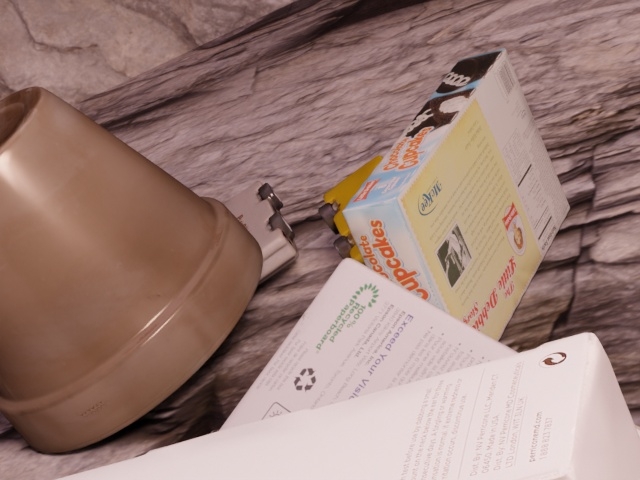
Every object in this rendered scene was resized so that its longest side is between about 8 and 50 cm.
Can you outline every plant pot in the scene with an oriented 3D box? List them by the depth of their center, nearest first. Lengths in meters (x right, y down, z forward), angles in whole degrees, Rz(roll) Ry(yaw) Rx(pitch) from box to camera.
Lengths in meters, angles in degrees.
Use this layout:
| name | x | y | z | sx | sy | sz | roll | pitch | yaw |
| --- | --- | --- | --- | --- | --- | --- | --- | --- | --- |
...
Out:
| name | x | y | z | sx | sy | sz | roll | pitch | yaw |
| --- | --- | --- | --- | --- | --- | --- | --- | --- | --- |
| plant pot | -0.268 | 0.008 | 1.613 | 0.323 | 0.280 | 0.323 | -32 | 25 | 17 |

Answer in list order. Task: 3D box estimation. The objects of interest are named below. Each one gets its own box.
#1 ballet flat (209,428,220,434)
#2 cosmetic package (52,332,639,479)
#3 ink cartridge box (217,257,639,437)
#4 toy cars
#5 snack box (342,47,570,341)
| name | x | y | z | sx | sy | sz | roll | pitch | yaw |
| --- | --- | --- | --- | --- | --- | --- | --- | --- | --- |
| ballet flat | -0.034 | 0.187 | 1.313 | 0.173 | 0.049 | 0.057 | -5 | 29 | 44 |
| cosmetic package | 0.031 | 0.246 | 0.602 | 0.284 | 0.377 | 0.097 | -17 | 20 | 23 |
| ink cartridge box | 0.034 | 0.207 | 0.935 | 0.330 | 0.071 | 0.324 | 30 | 81 | 45 |
| toy cars | 0.000 | 0.000 | 1.701 | 0.394 | 0.087 | 0.176 | -9 | 37 | 49 |
| snack box | 0.135 | -0.028 | 1.456 | 0.060 | 0.187 | 0.322 | -13 | 23 | 31 |
